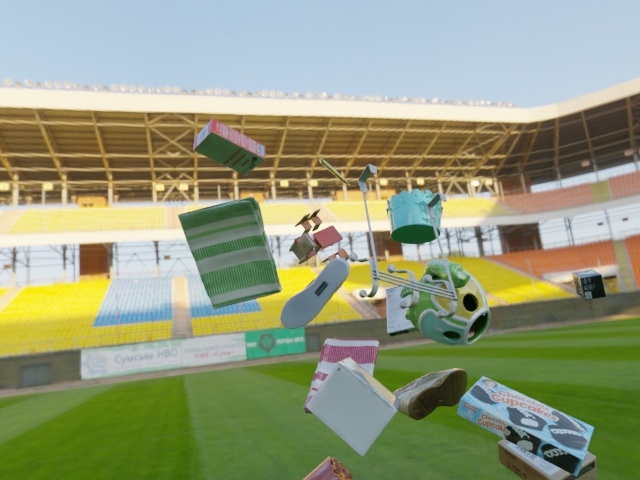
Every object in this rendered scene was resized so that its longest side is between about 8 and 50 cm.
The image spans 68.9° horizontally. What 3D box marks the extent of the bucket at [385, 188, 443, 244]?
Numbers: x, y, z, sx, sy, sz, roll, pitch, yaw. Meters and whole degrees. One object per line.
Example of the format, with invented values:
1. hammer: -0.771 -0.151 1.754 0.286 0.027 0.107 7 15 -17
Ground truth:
1. bucket: 0.461 -0.108 2.283 0.280 0.183 0.281 3 -23 1

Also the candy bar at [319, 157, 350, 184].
1. candy bar: 0.055 -0.271 1.847 0.018 0.161 0.040 -48 16 4

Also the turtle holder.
1. turtle holder: 0.416 0.183 1.466 0.243 0.321 0.227 -11 35 -36

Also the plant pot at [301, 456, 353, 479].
1. plant pot: 0.013 1.069 1.928 0.265 0.272 0.272 -45 -12 -3

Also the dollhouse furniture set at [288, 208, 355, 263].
1. dollhouse furniture set: 0.000 0.000 1.989 0.259 0.262 0.135 -27 -14 -48

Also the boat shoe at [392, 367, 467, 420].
1. boat shoe: 0.367 0.489 1.546 0.340 0.122 0.110 -1 3 -42

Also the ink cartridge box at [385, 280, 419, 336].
1. ink cartridge box: 0.396 0.294 2.046 0.223 0.224 0.045 -18 -42 27

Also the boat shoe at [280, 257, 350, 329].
1. boat shoe: -0.008 0.132 1.177 0.229 0.080 0.076 -51 -14 8

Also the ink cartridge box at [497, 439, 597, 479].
1. ink cartridge box: 0.741 0.721 1.537 0.193 0.088 0.234 -17 15 -22

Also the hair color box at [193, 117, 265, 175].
1. hair color box: -0.241 -0.246 1.246 0.167 0.054 0.093 25 -41 -37

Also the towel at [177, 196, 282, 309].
1. towel: -0.271 0.043 1.445 0.247 0.325 0.038 -14 19 1

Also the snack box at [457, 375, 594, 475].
1. snack box: 0.574 0.506 1.314 0.321 0.060 0.187 20 18 34

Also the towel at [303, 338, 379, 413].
1. towel: 0.085 0.510 1.779 0.236 0.329 0.037 -5 -49 26

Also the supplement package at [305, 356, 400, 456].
1. supplement package: 0.095 0.442 1.271 0.194 0.149 0.203 37 -1 16

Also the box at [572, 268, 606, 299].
1. box: 0.707 0.115 1.230 0.052 0.062 0.083 -12 4 16

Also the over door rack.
1. over door rack: 0.191 0.011 1.097 0.239 0.325 0.108 17 -32 -25
